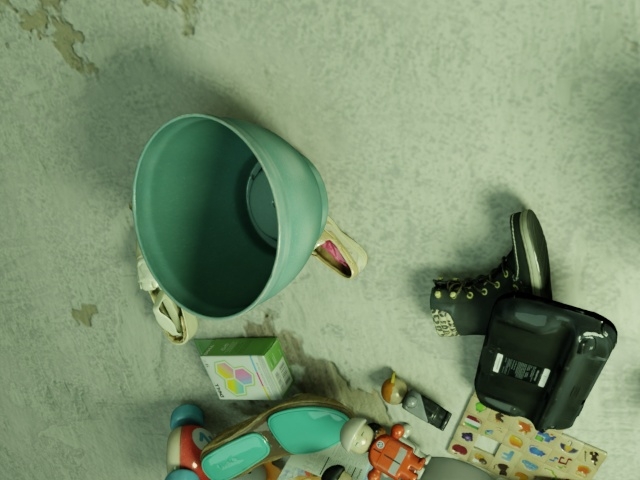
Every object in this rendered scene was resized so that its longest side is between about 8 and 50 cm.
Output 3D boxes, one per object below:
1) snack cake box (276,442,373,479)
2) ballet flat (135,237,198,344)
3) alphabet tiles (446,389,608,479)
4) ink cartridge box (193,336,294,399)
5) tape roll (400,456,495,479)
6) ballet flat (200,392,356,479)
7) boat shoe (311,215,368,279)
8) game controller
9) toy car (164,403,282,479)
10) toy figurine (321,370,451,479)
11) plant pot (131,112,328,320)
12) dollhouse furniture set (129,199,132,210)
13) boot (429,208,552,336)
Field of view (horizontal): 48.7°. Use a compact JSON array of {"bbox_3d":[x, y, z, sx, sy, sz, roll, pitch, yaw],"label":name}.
[{"bbox_3d":[-0.011,0.493,1.335,0.152,0.264,0.089,17,126,16],"label":"snack cake box"},{"bbox_3d":[-0.299,0.093,1.345,0.086,0.086,0.248,-5,117,29],"label":"ballet flat"},{"bbox_3d":[0.359,0.356,1.230,0.237,0.009,0.198,22,127,12],"label":"alphabet tiles"},{"bbox_3d":[-0.165,0.252,1.390,0.209,0.062,0.109,-5,117,29],"label":"ink cartridge box"},{"bbox_3d":[0.249,0.518,1.346,0.219,0.072,0.219,13,124,20],"label":"tape roll"},{"bbox_3d":[-0.078,0.362,1.364,0.342,0.124,0.116,-30,102,21],"label":"ballet flat"},{"bbox_3d":[0.000,0.000,1.151,0.170,0.059,0.063,36,129,2],"label":"boat shoe"},{"bbox_3d":[0.322,0.187,1.052,0.166,0.067,0.319,24,146,21],"label":"game controller"},{"bbox_3d":[-0.200,0.481,1.501,0.238,0.219,0.210,-3,122,-6],"label":"toy car"},{"bbox_3d":[0.112,0.360,1.228,0.148,0.209,0.213,27,129,17],"label":"toy figurine"},{"bbox_3d":[-0.111,-0.046,1.064,0.293,0.196,0.293,9,105,36],"label":"plant pot"},{"bbox_3d":[-0.243,-0.066,1.252,0.144,0.123,0.151,43,163,-4],"label":"dollhouse furniture set"},{"bbox_3d":[0.245,0.063,1.047,0.179,0.085,0.236,-1,126,25],"label":"boot"}]
